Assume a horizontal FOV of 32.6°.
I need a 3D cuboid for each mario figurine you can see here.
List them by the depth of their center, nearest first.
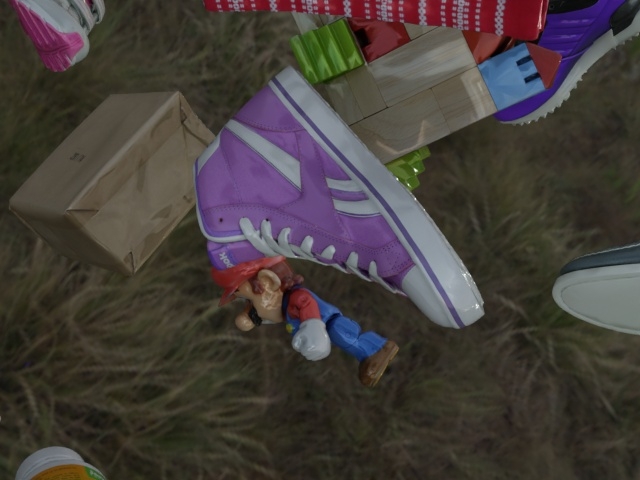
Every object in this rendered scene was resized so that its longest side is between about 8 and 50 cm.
[{"bbox_3d":[-0.044,0.137,1.741,0.321,0.198,0.170,34,50,7],"label":"mario figurine"}]

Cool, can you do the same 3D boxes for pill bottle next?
[{"bbox_3d":[-0.329,0.372,1.431,0.136,0.136,0.246,12,14,-28],"label":"pill bottle"}]

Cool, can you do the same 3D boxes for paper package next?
[{"bbox_3d":[-0.363,-0.112,1.966,0.168,0.325,0.309,48,71,-27],"label":"paper package"}]

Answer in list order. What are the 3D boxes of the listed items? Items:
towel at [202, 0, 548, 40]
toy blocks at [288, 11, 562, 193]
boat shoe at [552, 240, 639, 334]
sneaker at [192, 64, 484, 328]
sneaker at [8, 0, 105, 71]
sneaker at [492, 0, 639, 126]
[{"bbox_3d":[0.032,-0.234,0.786,0.275,0.199,0.031,7,51,9],"label":"towel"},{"bbox_3d":[0.108,-0.252,1.058,0.381,0.261,0.191,66,20,-2],"label":"toy blocks"},{"bbox_3d":[0.390,0.021,1.070,0.116,0.320,0.099,59,33,-47],"label":"boat shoe"},{"bbox_3d":[0.000,0.000,0.885,0.282,0.161,0.102,49,0,33],"label":"sneaker"},{"bbox_3d":[-0.329,-0.300,1.389,0.111,0.103,0.252,-28,38,-10],"label":"sneaker"},{"bbox_3d":[0.280,-0.266,1.345,0.146,0.293,0.102,28,46,-19],"label":"sneaker"}]
